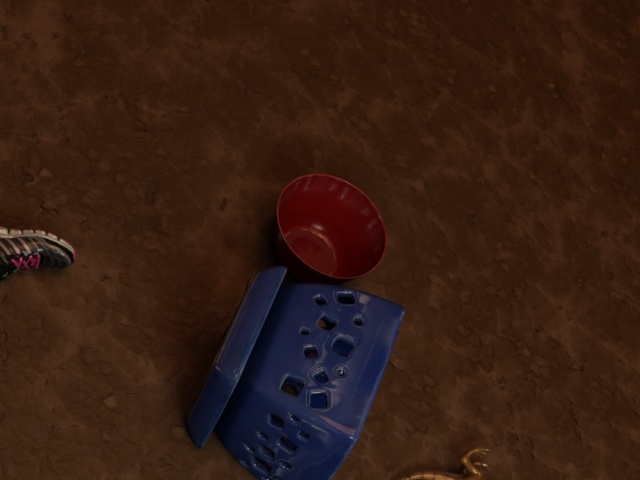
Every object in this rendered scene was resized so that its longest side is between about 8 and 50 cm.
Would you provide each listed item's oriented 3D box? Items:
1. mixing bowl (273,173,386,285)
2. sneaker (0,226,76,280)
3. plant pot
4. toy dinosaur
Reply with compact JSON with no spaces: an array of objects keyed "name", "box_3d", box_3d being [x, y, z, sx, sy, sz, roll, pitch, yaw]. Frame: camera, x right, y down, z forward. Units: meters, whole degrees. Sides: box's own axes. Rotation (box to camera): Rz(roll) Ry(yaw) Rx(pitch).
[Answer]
[{"name":"mixing bowl","box_3d":[0.000,0.000,2.035,0.181,0.098,0.182,13,56,-19]},{"name":"sneaker","box_3d":[-0.420,0.025,1.823,0.170,0.063,0.075,10,55,-16]},{"name":"plant pot","box_3d":[-0.043,0.187,1.815,0.212,0.236,0.236,24,52,-3]},{"name":"toy dinosaur","box_3d":[0.207,0.353,1.940,0.211,0.064,0.112,30,52,-7]}]
